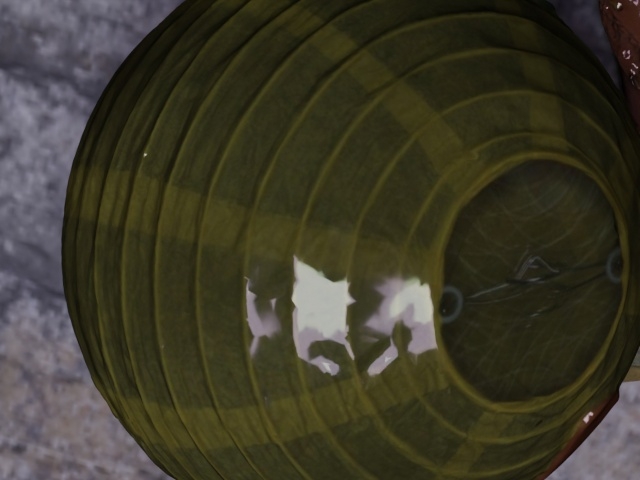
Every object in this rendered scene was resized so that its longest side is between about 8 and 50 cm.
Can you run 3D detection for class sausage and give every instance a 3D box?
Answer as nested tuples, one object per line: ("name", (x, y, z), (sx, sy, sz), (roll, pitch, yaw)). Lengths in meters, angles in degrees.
("sausage", (0.147, -0.081, 0.830), (0.042, 0.036, 0.158), (-5, 120, 26))

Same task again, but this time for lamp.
("lamp", (0.000, 0.000, 0.796), (0.284, 0.250, 0.250), (12, 132, 53))

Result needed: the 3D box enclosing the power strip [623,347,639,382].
("power strip", (0.226, 0.017, 0.805), (0.305, 0.044, 0.064), (-11, 115, 40))
